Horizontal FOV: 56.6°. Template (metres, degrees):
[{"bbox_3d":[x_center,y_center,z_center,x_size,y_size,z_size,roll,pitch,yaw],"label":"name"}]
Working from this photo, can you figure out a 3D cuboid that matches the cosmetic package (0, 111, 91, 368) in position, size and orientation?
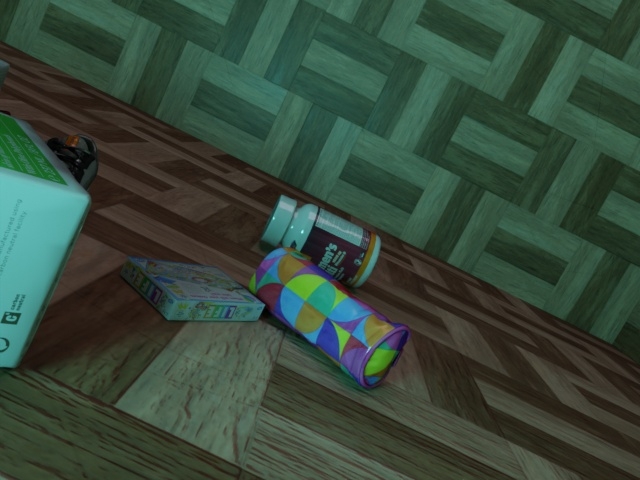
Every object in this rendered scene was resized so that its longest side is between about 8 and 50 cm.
[{"bbox_3d":[-0.365,-0.042,0.359,0.365,0.155,0.197,18,13,-47],"label":"cosmetic package"}]

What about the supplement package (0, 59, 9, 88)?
[{"bbox_3d":[-0.383,-0.103,0.549,0.105,0.179,0.105,23,10,-20],"label":"supplement package"}]

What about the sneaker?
[{"bbox_3d":[-0.343,-0.080,0.757,0.100,0.108,0.271,25,11,-19],"label":"sneaker"}]

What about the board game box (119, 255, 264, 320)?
[{"bbox_3d":[-0.155,0.062,0.738,0.103,0.026,0.154,33,11,33],"label":"board game box"}]

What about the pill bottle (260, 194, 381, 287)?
[{"bbox_3d":[0.000,0.000,1.192,0.221,0.121,0.121,25,10,-9],"label":"pill bottle"}]

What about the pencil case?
[{"bbox_3d":[0.008,0.095,0.796,0.236,0.104,0.104,36,13,36],"label":"pencil case"}]

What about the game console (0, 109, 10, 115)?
[{"bbox_3d":[-0.525,-0.168,0.800,0.124,0.085,0.144,28,9,7],"label":"game console"}]
